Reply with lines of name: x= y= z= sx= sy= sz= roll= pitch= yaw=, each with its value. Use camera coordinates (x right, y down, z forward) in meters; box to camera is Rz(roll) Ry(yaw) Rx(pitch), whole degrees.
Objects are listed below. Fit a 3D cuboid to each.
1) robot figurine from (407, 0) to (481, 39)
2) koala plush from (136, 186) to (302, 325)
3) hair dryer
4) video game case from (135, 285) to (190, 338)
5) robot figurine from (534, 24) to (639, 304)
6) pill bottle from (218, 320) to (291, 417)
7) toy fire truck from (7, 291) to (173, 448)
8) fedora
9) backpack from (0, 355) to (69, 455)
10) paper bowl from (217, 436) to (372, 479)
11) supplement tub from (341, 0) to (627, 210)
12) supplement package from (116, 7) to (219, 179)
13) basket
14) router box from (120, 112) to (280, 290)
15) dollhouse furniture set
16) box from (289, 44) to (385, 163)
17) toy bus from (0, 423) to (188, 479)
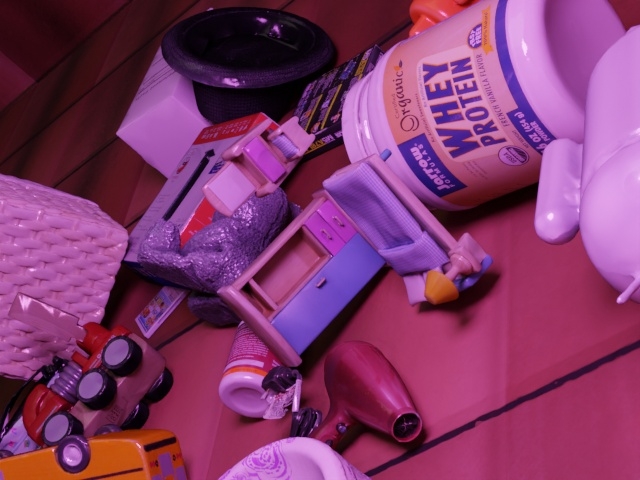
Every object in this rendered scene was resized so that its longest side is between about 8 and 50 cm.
robot figurine: x=0.221 y=-0.366 z=1.857 sx=0.128 sy=0.158 sz=0.219 roll=32 pitch=81 yaw=42
koala plush: x=-0.117 y=-0.004 z=1.833 sx=0.203 sy=0.196 sz=0.221 roll=4 pitch=55 yaw=46
hair dryer: x=0.020 y=0.225 z=1.427 sx=0.293 sy=0.080 sz=0.223 roll=-29 pitch=45 yaw=48
video game case: x=-0.268 y=0.107 z=2.103 sx=0.122 sy=0.011 sz=0.087 roll=-48 pitch=25 yaw=-1
robot figurine: x=0.347 y=-0.072 z=1.142 sx=0.300 sy=0.199 sz=0.353 roll=-15 pitch=38 yaw=28
pill bottle: x=-0.079 y=0.154 z=1.638 sx=0.086 sy=0.086 sz=0.152 roll=-29 pitch=32 yaw=36
toy fire truck: x=-0.390 y=0.204 z=1.887 sx=0.246 sy=0.158 sz=0.217 roll=29 pitch=77 yaw=41
fedora: x=-0.136 y=-0.309 z=2.261 sx=0.334 sy=0.334 sz=0.152 roll=-93 pitch=8 yaw=-57
backpack: x=-0.443 y=0.291 z=1.983 sx=0.182 sy=0.115 sz=0.152 roll=-53 pitch=-7 yaw=-19
paper bowl: x=-0.036 y=0.350 z=1.214 sx=0.284 sy=0.148 sz=0.284 roll=-37 pitch=27 yaw=23
supplement tub: x=0.201 y=-0.167 z=1.480 sx=0.316 sy=0.228 sz=0.228 roll=-23 pitch=35 yaw=44
supplement package: x=-0.247 y=-0.283 z=2.434 sx=0.175 sy=0.177 sz=0.293 roll=-28 pitch=32 yaw=36
basket: x=-0.553 y=0.066 z=2.174 sx=0.266 sy=0.331 sz=0.328 roll=26 pitch=99 yaw=59
router box: x=-0.203 y=-0.064 z=2.096 sx=0.301 sy=0.082 sz=0.335 roll=-57 pitch=19 yaw=-12
dollhouse furniture set: x=0.000 y=0.000 z=1.464 sx=0.198 sy=0.286 sz=0.303 roll=-47 pitch=12 yaw=-20
box: x=0.019 y=-0.226 z=2.082 sx=0.184 sy=0.045 sz=0.190 roll=-21 pitch=36 yaw=43
toy bus: x=-0.350 y=0.329 z=1.637 sx=0.333 sy=0.130 sz=0.108 roll=-16 pitch=-5 yaw=19
